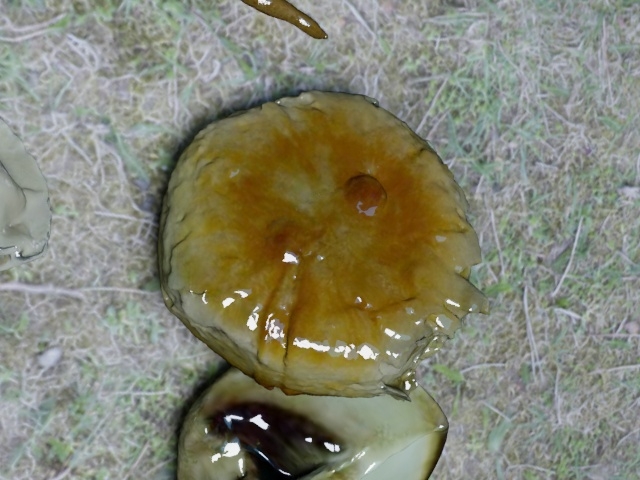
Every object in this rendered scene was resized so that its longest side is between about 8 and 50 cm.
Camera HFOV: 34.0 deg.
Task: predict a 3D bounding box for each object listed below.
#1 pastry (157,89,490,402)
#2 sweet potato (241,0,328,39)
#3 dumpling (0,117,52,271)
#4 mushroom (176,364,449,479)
[{"bbox_3d":[0.000,0.000,1.028,0.329,0.136,0.330,4,68,-9],"label":"pastry"},{"bbox_3d":[-0.037,-0.236,1.082,0.115,0.026,0.026,24,87,-23],"label":"sweet potato"},{"bbox_3d":[-0.349,-0.067,0.929,0.247,0.142,0.173,22,52,-18],"label":"dumpling"},{"bbox_3d":[-0.043,0.251,1.093,0.292,0.217,0.212,-34,66,-32],"label":"mushroom"}]
